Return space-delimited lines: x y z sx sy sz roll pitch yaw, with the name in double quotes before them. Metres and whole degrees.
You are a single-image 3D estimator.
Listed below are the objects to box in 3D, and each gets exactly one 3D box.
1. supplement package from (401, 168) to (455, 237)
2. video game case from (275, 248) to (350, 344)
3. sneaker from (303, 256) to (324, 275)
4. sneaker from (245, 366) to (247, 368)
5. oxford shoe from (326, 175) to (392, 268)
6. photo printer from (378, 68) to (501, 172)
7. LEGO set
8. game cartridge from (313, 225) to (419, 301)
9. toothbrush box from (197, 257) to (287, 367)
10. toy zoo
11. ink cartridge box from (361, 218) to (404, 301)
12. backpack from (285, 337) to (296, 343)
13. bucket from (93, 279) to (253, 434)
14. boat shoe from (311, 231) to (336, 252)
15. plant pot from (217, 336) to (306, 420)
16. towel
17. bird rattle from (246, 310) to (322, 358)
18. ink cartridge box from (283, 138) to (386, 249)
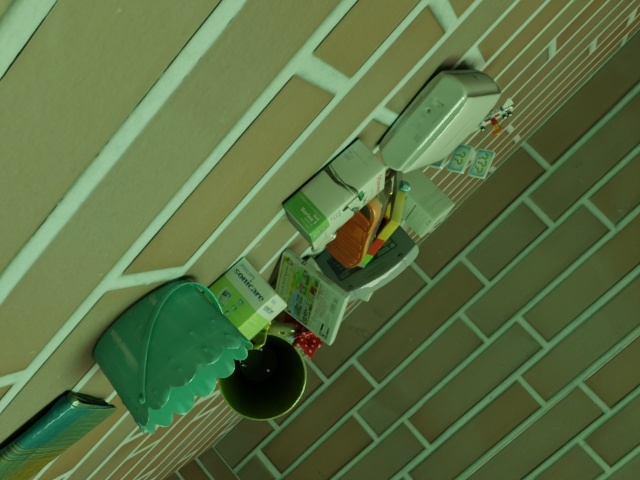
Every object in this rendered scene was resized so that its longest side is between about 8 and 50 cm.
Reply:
"supplement package" 0.285 -0.119 1.981 0.105 0.179 0.105 -36 166 -29
"video game case" -0.029 0.151 1.759 0.026 0.206 0.227 -42 159 -35
"sneaker" -0.048 0.166 1.888 0.153 0.235 0.094 -32 140 8
"sneaker" -0.298 0.460 2.416 0.170 0.063 0.074 -38 169 -43
"oxford shoe" 0.115 -0.042 1.851 0.133 0.130 0.363 -43 170 -31
"photo printer" 0.296 -0.289 1.601 0.256 0.107 0.307 -49 167 30
"LEGO set" 0.388 -0.293 1.737 0.060 0.182 0.244 31 83 -48
"game cartridge" 0.134 0.060 2.009 0.297 0.198 0.062 -32 142 -4
"toothbrush box" -0.228 0.192 1.553 0.283 0.122 0.206 -41 168 -5
"toy zoo" 0.177 -0.073 1.896 0.293 0.030 0.192 124 -19 -53
"ink cartridge box" 0.236 -0.014 2.358 0.385 0.091 0.308 -55 166 -46
"backpack" -0.131 0.353 2.475 0.084 0.105 0.114 -29 156 -53
"bucket" -0.288 0.220 1.311 0.281 0.183 0.281 -41 169 -10
"boat shoe" 0.000 0.000 1.844 0.035 0.035 0.100 16 142 -36
"plant pot" -0.197 0.423 2.220 0.275 0.274 0.293 -42 -176 -6
"towel" -0.623 0.455 1.407 0.370 0.040 0.271 -39 167 -11
"bird rattle" -0.096 0.230 1.935 0.207 0.254 0.143 -79 165 -63
"ink cartridge box" 0.035 -0.098 1.460 0.219 0.092 0.160 -41 169 -5
